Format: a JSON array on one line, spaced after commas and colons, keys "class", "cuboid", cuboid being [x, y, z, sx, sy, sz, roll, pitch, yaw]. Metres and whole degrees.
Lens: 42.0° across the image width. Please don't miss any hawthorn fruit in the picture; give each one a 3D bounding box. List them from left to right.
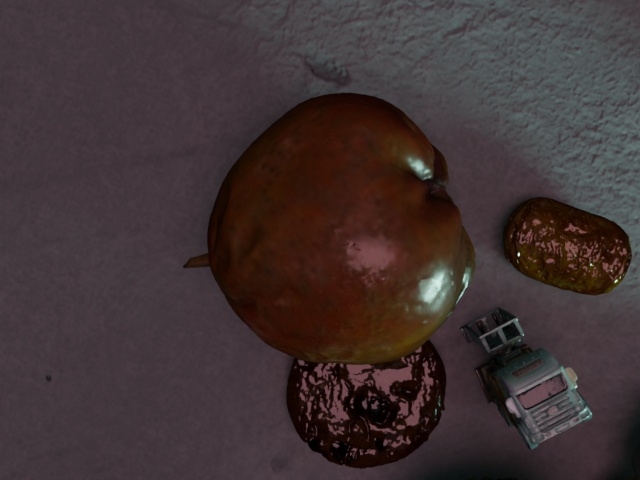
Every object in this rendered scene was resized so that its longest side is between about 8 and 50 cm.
[{"class": "hawthorn fruit", "cuboid": [0.000, 0.000, 0.861, 0.298, 0.277, 0.277, -15, 97, 9]}]

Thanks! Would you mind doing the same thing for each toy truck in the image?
[{"class": "toy truck", "cuboid": [0.223, 0.148, 0.923, 0.080, 0.178, 0.115, -27, 95, 0]}]

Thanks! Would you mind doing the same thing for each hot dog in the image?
[{"class": "hot dog", "cuboid": [0.283, 0.007, 0.967, 0.147, 0.065, 0.099, 17, 96, 7]}]

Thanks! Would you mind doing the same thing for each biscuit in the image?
[{"class": "biscuit", "cuboid": [0.055, 0.176, 0.983, 0.192, 0.049, 0.192, 0, 92, -3]}]

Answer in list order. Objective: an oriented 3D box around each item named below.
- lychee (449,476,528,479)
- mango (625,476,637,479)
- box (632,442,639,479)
[{"class": "lychee", "cuboid": [0.207, 0.385, 0.909, 0.274, 0.255, 0.255, 29, 94, 6]}, {"class": "mango", "cuboid": [0.396, 0.378, 1.000, 0.137, 0.098, 0.195, -9, 90, 1]}, {"class": "box", "cuboid": [0.493, 0.269, 0.960, 0.243, 0.055, 0.103, 17, 110, -1]}]
